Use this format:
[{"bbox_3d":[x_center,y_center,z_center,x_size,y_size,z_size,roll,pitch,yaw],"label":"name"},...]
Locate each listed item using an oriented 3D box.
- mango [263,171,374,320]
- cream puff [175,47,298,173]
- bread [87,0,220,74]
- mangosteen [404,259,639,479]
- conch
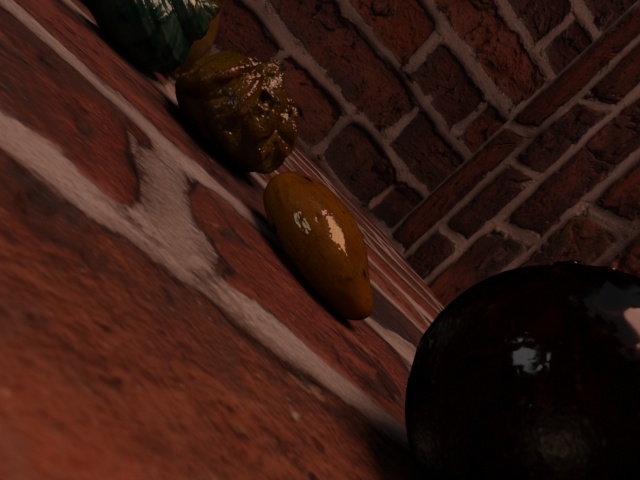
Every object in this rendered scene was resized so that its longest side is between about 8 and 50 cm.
[{"bbox_3d":[0.003,-0.004,0.858,0.262,0.109,0.157,53,6,30],"label":"mango"},{"bbox_3d":[-0.146,-0.232,1.047,0.244,0.196,0.244,44,-23,25],"label":"cream puff"},{"bbox_3d":[-0.347,-0.517,1.253,0.341,0.210,0.300,42,11,-35],"label":"bread"},{"bbox_3d":[0.225,0.173,0.535,0.330,0.330,0.330,45,8,-8],"label":"mangosteen"},{"bbox_3d":[-0.286,-0.398,1.060,0.134,0.202,0.196,41,-28,15],"label":"conch"}]
